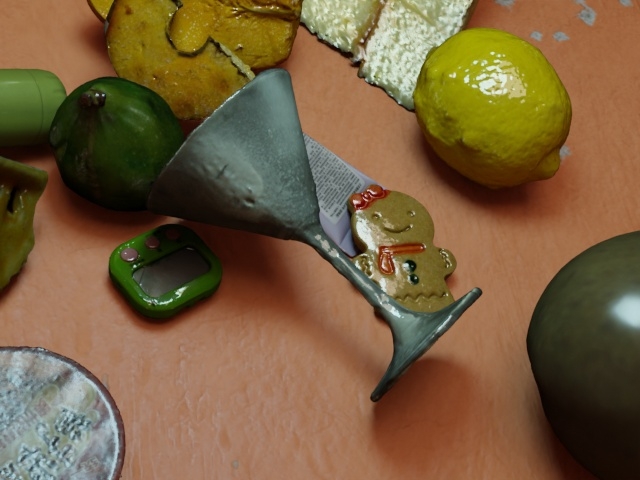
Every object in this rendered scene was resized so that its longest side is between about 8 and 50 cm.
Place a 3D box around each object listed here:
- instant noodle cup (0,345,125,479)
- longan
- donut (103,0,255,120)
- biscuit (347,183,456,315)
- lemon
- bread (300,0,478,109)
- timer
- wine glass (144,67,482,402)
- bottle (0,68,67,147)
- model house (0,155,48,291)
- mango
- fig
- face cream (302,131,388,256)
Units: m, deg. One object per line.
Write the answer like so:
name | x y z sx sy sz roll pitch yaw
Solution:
instant noodle cup | -0.363 0.256 1.250 0.274 0.090 0.274 8 50 -9
longan | 0.445 0.153 1.430 0.361 0.361 0.361 8 51 -10
donut | -0.225 -0.275 1.621 0.259 0.152 0.101 48 12 -2
biscuit | 0.117 0.015 1.594 0.166 0.036 0.225 -2 62 -18
lemon | 0.271 -0.207 1.715 0.233 0.233 0.288 -28 72 -32
bread | 0.127 -0.481 1.905 0.346 0.242 0.405 25 46 9
timer | -0.213 0.043 1.493 0.140 0.047 0.128 -28 62 -32
wine glass | 0.000 0.000 1.436 0.406 0.267 0.267 44 53 9
bottle | -0.485 -0.182 1.512 0.260 0.112 0.112 -10 53 -44
model house | -0.496 -0.011 1.376 0.268 0.173 0.239 11 84 -16
mango | -0.197 -0.367 1.737 0.350 0.199 0.201 4 69 -5
fig | -0.279 -0.148 1.505 0.195 0.245 0.195 2 62 -4
face cream | -0.028 -0.103 1.646 0.274 0.096 0.154 36 48 -3
